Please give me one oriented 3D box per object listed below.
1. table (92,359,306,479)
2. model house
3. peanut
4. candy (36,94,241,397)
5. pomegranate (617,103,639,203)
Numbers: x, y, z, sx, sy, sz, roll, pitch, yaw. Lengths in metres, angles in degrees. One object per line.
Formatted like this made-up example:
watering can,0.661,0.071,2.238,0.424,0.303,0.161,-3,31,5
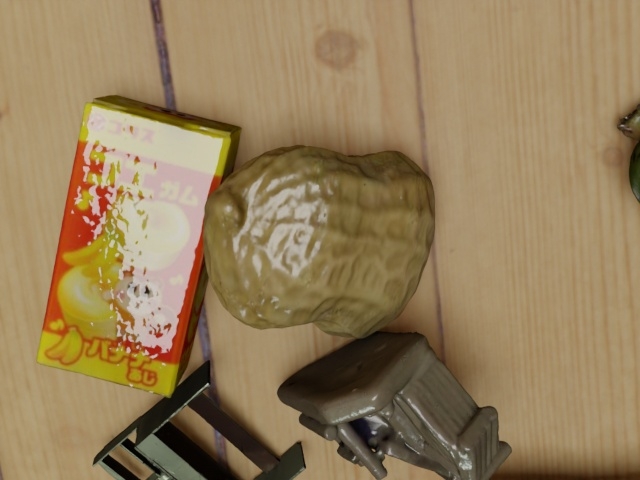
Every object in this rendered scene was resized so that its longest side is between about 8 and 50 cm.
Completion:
table,-0.130,0.236,0.927,0.175,0.062,0.146,-42,109,9
model house,0.078,0.175,0.857,0.188,0.229,0.122,43,73,-11
peanut,0.000,0.000,0.838,0.233,0.110,0.196,5,111,-32
candy,-0.180,0.005,0.880,0.146,0.088,0.276,13,103,1
pomegranate,0.345,-0.078,0.815,0.130,0.130,0.130,1,102,3
